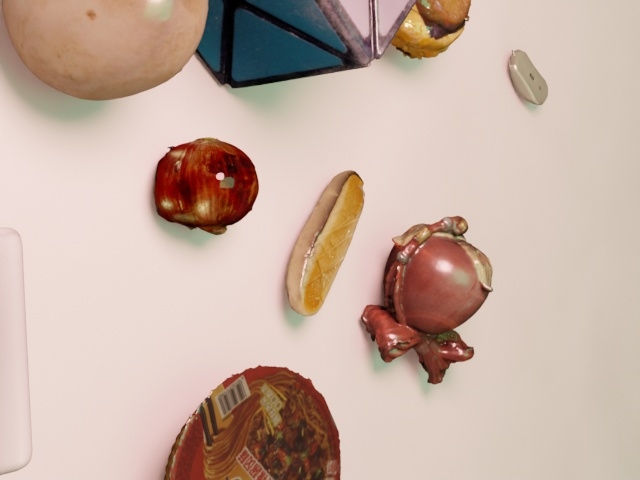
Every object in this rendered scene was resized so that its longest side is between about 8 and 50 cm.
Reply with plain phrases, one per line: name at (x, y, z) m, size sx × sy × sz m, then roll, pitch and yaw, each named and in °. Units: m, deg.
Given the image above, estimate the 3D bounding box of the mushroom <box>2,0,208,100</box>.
mushroom at (-0.203, -0.234, 0.913) m, size 0.204 × 0.204 × 0.204 m, roll -1°, pitch 91°, yaw -46°

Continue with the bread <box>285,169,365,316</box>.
bread at (0.001, -0.001, 1.199) m, size 0.073 × 0.053 × 0.214 m, roll 48°, pitch 55°, yaw -40°

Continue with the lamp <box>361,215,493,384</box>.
lamp at (0.160, 0.072, 1.313) m, size 0.215 × 0.151 × 0.223 m, roll 24°, pitch 116°, yaw -38°

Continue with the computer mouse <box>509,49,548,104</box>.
computer mouse at (0.345, -0.277, 1.568) m, size 0.110 × 0.032 × 0.056 m, roll 50°, pitch 55°, yaw -24°

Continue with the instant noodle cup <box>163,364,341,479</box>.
instant noodle cup at (-0.097, 0.276, 1.072) m, size 0.274 × 0.090 × 0.274 m, roll 0°, pitch 90°, yaw -46°

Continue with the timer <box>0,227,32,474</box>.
timer at (-0.358, 0.090, 0.727) m, size 0.194 × 0.192 × 0.195 m, roll -6°, pitch 94°, yaw -46°

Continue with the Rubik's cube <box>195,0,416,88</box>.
Rubik's cube at (-0.037, -0.346, 1.013) m, size 0.259 × 0.260 × 0.255 m, roll 48°, pitch 57°, yaw -32°

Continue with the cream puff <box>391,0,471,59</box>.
cream puff at (0.125, -0.339, 1.271) m, size 0.189 × 0.129 × 0.189 m, roll 11°, pitch 74°, yaw -42°

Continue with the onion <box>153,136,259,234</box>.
onion at (-0.123, -0.059, 1.034) m, size 0.117 × 0.118 × 0.119 m, roll -24°, pitch 108°, yaw -48°
